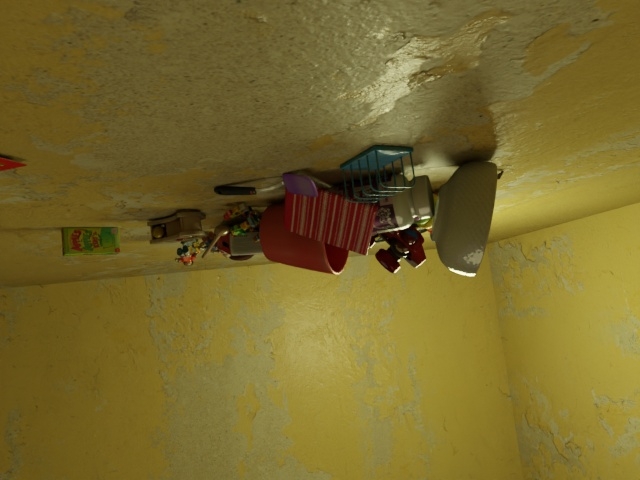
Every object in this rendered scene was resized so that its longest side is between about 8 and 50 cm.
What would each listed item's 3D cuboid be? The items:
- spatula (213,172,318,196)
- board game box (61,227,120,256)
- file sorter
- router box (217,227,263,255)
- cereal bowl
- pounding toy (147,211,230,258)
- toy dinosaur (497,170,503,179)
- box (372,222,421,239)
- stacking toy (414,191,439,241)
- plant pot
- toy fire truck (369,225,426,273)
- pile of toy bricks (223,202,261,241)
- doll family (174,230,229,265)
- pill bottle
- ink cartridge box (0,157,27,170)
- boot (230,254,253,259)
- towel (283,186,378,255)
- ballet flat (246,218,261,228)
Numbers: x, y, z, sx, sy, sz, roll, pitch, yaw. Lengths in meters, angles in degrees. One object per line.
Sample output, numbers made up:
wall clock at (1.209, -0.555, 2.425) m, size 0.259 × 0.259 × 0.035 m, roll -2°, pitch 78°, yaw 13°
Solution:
spatula at (-0.156, -0.145, 1.495) m, size 0.296 × 0.030 × 0.084 m, roll -3°, pitch 142°, yaw 11°
board game box at (-0.793, 0.003, 1.877) m, size 0.181 × 0.092 × 0.043 m, roll -1°, pitch 171°, yaw -36°
file sorter at (0.147, -0.167, 1.397) m, size 0.118 × 0.105 × 0.170 m, roll -2°, pitch 172°, yaw -29°
router box at (-0.215, -0.007, 2.099) m, size 0.335 × 0.082 × 0.301 m, roll -4°, pitch -174°, yaw -21°
cereal bowl at (0.406, -0.070, 1.581) m, size 0.141 × 0.340 × 0.339 m, roll 9°, pitch 175°, yaw 9°
pounding toy at (-0.455, -0.011, 1.828) m, size 0.269 × 0.155 × 0.154 m, roll -9°, pitch 177°, yaw 19°
toy dinosaur at (0.501, -0.187, 1.757) m, size 0.183 × 0.053 × 0.092 m, roll -10°, pitch 173°, yaw 22°
box at (0.352, -0.059, 2.362) m, size 0.321 × 0.080 × 0.257 m, roll -12°, pitch 172°, yaw -16°
stacking toy at (0.360, -0.112, 1.917) m, size 0.301 × 0.166 × 0.175 m, roll 12°, pitch 155°, yaw -34°
plant pot at (-0.054, -0.025, 1.802) m, size 0.242 × 0.275 × 0.275 m, roll 1°, pitch 176°, yaw 21°
toy fire truck at (0.246, -0.028, 1.892) m, size 0.169 × 0.302 × 0.254 m, roll -44°, pitch 172°, yaw -8°
pile of toy bricks at (-0.261, -0.045, 1.839) m, size 0.105 × 0.118 × 0.212 m, roll -27°, pitch 169°, yaw 5°
doll family at (-0.486, 0.022, 2.287) m, size 0.262 × 0.119 × 0.163 m, roll -11°, pitch 156°, yaw -5°
pill bottle at (0.181, -0.107, 1.622) m, size 0.301 × 0.170 × 0.169 m, roll -10°, pitch 172°, yaw 19°
ink cartridge box at (-0.830, -0.105, 1.046) m, size 0.384 × 0.091 × 0.308 m, roll -8°, pitch 173°, yaw 20°
boot at (-0.332, 0.023, 2.429) m, size 0.263 × 0.096 × 0.280 m, roll -8°, pitch 172°, yaw 11°
towel at (0.020, -0.069, 1.557) m, size 0.274 × 0.031 × 0.199 m, roll 18°, pitch 138°, yaw 10°
ballet flat at (-0.231, -0.068, 2.067) m, size 0.114 × 0.041 × 0.041 m, roll -6°, pitch 173°, yaw -14°
